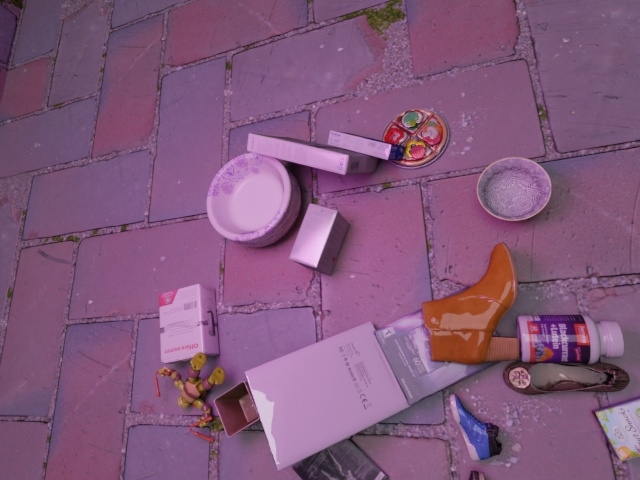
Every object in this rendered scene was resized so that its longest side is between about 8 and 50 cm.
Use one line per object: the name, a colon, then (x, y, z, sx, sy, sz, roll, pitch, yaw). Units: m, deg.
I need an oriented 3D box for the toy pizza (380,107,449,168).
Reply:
toy pizza: (0.277, -0.310, 1.197, 0.201, 0.032, 0.201, -6, 73, 19)

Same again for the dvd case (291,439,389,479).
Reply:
dvd case: (0.040, 0.590, 1.039, 0.221, 0.018, 0.164, 37, 89, 26)

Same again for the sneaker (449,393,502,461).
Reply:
sneaker: (0.367, 0.427, 0.939, 0.085, 0.058, 0.152, -25, 72, 18)

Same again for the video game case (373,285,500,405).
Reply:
video game case: (0.299, 0.260, 1.010, 0.274, 0.026, 0.196, -27, 67, 3)

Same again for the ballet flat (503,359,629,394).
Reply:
ballet flat: (0.548, 0.308, 0.907, 0.250, 0.058, 0.084, -4, 73, 19)

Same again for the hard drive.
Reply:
hard drive: (0.018, 0.372, 1.001, 0.353, 0.047, 0.233, -18, 66, -18)

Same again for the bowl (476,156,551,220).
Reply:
bowl: (0.493, -0.120, 1.037, 0.170, 0.080, 0.170, -6, 73, 19)

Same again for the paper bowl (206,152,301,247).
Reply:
paper bowl: (-0.196, -0.117, 1.255, 0.285, 0.148, 0.284, -6, 73, 19)

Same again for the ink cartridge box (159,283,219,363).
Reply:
ink cartridge box: (-0.411, 0.263, 1.259, 0.159, 0.092, 0.217, -15, 69, 16)

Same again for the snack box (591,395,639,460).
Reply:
snack box: (0.674, 0.390, 0.848, 0.141, 0.037, 0.100, -24, 67, 13)

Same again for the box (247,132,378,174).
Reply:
box: (-0.019, -0.255, 1.185, 0.322, 0.232, 0.058, 20, 108, 24)

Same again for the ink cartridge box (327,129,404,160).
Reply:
ink cartridge box: (0.134, -0.282, 1.193, 0.207, 0.097, 0.046, 22, 110, 29)

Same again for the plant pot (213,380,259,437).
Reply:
plant pot: (-0.211, 0.466, 1.124, 0.109, 0.096, 0.109, -35, 65, 9)

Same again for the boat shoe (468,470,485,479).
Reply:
boat shoe: (0.312, 0.623, 0.895, 0.074, 0.080, 0.223, 14, 85, 18)

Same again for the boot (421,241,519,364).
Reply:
boot: (0.353, 0.146, 0.970, 0.211, 0.104, 0.294, 0, 75, 12)

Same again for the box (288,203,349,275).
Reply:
box: (0.000, 0.000, 1.159, 0.091, 0.130, 0.170, 18, 81, 23)

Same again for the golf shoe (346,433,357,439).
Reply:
golf shoe: (0.055, 0.415, 1.046, 0.068, 0.086, 0.186, -25, 66, 15)

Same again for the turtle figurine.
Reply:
turtle figurine: (-0.360, 0.441, 1.180, 0.269, 0.087, 0.217, 45, 117, 13)

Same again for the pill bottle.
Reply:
pill bottle: (0.552, 0.221, 0.903, 0.194, 0.108, 0.108, -5, 74, 19)
